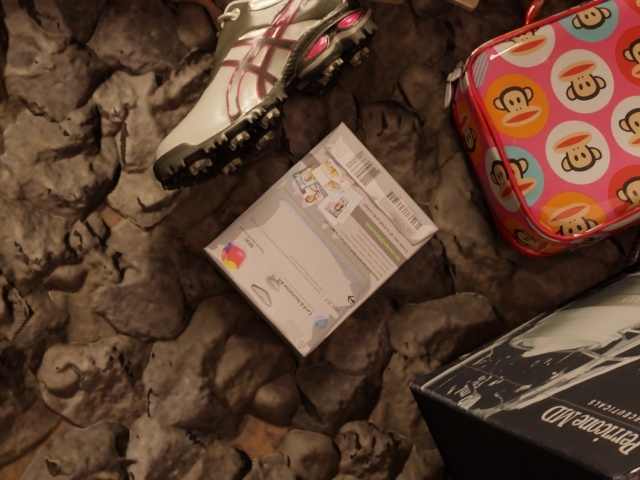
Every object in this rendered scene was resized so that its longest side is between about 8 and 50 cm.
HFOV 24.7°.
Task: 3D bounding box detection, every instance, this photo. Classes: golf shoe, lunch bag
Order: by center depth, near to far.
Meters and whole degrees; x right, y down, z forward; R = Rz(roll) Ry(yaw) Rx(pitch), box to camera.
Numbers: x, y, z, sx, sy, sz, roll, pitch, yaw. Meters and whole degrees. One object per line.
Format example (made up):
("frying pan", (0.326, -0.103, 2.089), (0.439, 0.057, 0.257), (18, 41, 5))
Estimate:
("golf shoe", (-0.072, -0.156, 1.401), (0.273, 0.105, 0.120), (-42, 84, -20))
("lunch bag", (0.281, -0.140, 1.442), (0.293, 0.120, 0.258), (-20, 80, -11))

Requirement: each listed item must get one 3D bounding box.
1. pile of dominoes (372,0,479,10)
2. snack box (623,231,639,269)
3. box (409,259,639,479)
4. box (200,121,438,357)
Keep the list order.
("pile of dominoes", (0.068, -0.350, 1.432), (0.196, 0.040, 0.251), (6, 67, -11))
("snack box", (0.347, 0.028, 1.494), (0.064, 0.022, 0.178), (27, 81, -9))
("box", (0.399, 0.169, 1.245), (0.471, 0.480, 0.297), (-28, 98, -12))
("box", (0.000, 0.000, 1.423), (0.186, 0.038, 0.145), (-44, 93, -12))
